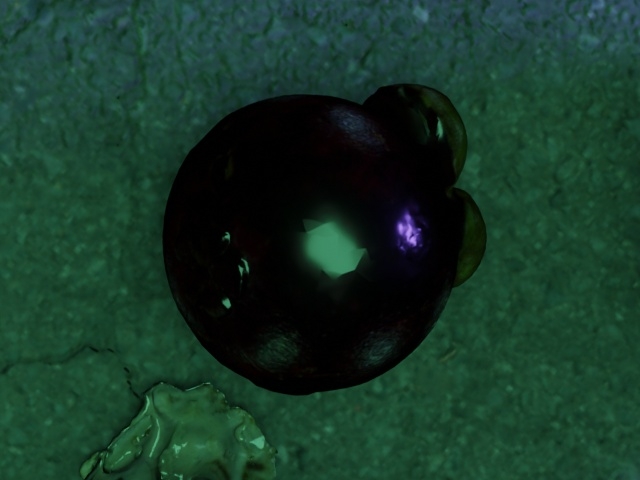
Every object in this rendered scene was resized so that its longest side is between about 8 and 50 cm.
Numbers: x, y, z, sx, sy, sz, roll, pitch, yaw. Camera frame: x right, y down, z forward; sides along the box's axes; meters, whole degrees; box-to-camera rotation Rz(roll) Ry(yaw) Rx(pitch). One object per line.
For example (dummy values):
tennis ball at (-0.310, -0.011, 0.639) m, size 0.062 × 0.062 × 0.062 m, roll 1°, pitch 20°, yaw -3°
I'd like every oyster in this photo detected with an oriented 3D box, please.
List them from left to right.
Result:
oyster at (-0.113, 0.166, 1.050) m, size 0.166 × 0.053 × 0.108 m, roll -39°, pitch 88°, yaw -1°

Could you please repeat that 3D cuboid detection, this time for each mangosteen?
mangosteen at (0.000, 0.000, 0.990) m, size 0.210 × 0.210 × 0.209 m, roll 0°, pitch 93°, yaw -6°
